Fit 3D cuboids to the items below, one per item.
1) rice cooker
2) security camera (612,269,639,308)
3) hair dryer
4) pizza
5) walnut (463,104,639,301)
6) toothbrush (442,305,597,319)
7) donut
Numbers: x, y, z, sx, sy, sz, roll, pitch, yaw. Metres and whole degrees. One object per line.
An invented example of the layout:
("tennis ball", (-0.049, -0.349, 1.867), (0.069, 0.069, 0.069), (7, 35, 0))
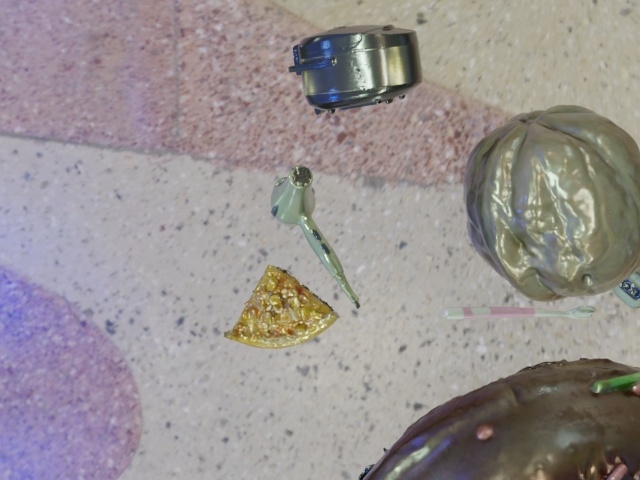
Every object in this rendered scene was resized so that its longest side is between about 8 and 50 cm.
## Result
("rice cooker", (0.045, -0.214, 1.163), (0.165, 0.112, 0.106), (-10, 100, 32))
("security camera", (0.435, 0.078, 1.270), (0.092, 0.058, 0.058), (39, 116, 28))
("hair dryer", (-0.005, -0.014, 1.258), (0.067, 0.167, 0.199), (-30, 67, -12))
("pizza", (-0.060, 0.102, 1.431), (0.178, 0.041, 0.131), (1, 103, 5))
("walnut", (0.255, -0.035, 1.025), (0.224, 0.224, 0.224), (5, 109, 13))
("toothbrush", (0.322, 0.114, 1.512), (0.286, 0.020, 0.025), (1, 150, -23))
("donut", (0.132, 0.192, 0.574), (0.269, 0.103, 0.270), (-9, 123, -14))
